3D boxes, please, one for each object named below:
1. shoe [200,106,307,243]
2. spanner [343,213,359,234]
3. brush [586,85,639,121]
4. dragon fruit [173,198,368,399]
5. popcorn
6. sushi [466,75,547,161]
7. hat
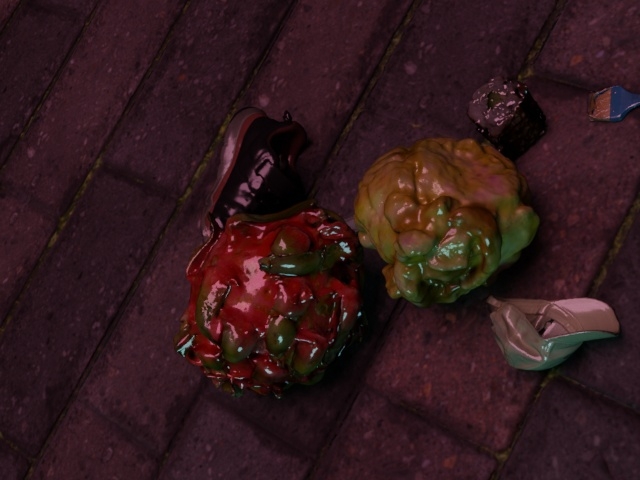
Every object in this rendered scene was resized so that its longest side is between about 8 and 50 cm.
[{"bbox_3d":[-0.092,-0.076,1.740,0.137,0.114,0.291,2,65,30],"label":"shoe"},{"bbox_3d":[0.000,0.000,1.691,0.302,0.017,0.071,-23,57,25],"label":"spanner"},{"bbox_3d":[0.433,-0.189,1.484,0.164,0.014,0.051,-7,65,31],"label":"brush"},{"bbox_3d":[-0.063,0.080,1.555,0.302,0.231,0.237,-42,45,12],"label":"dragon fruit"},{"bbox_3d":[0.156,-0.019,1.464,0.259,0.212,0.259,5,47,-5],"label":"popcorn"},{"bbox_3d":[0.254,-0.168,1.554,0.098,0.084,0.094,-48,47,2],"label":"sushi"},{"bbox_3d":[0.291,0.112,1.407,0.166,0.081,0.122,-7,23,16],"label":"hat"}]
